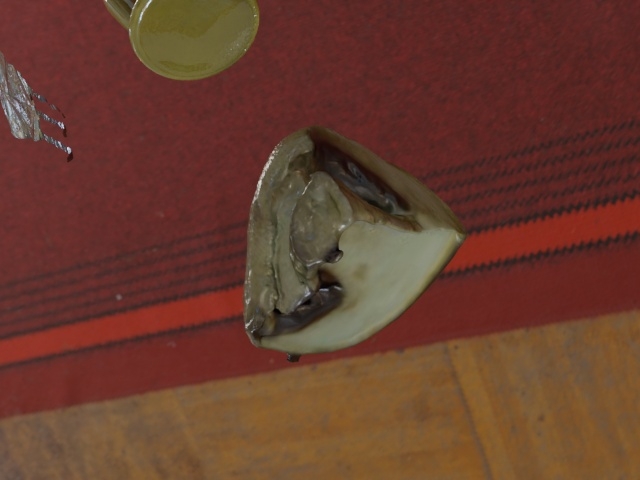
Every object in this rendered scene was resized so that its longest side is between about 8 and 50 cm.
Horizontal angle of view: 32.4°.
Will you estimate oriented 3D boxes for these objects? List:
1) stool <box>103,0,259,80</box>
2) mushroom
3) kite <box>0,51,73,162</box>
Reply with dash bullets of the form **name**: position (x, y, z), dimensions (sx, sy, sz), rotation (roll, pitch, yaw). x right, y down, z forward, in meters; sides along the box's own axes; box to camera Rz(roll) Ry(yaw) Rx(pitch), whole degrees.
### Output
- **stool**: position (-0.118, -0.212, 0.942), dimensions (0.134, 0.110, 0.135), rotation (-27, 138, 1)
- **mushroom**: position (-0.003, 0.005, 1.249), dimensions (0.217, 0.292, 0.212), rotation (-47, 74, 20)
- **kite**: position (-0.349, -0.154, 1.338), dimensions (0.229, 0.016, 0.127), rotation (36, 142, 46)
